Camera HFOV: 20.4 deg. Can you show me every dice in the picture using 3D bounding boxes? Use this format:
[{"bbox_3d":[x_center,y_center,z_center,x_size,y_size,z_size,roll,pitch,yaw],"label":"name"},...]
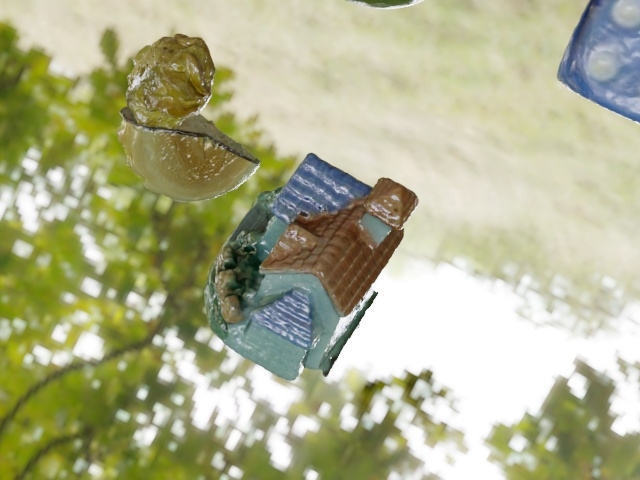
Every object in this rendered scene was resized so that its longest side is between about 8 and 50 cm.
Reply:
[{"bbox_3d":[0.342,-0.201,1.874,0.146,0.146,0.143,27,-172,9],"label":"dice"}]

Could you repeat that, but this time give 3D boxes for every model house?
[{"bbox_3d":[0.000,0.000,1.250,0.119,0.148,0.148,35,-131,1],"label":"model house"}]

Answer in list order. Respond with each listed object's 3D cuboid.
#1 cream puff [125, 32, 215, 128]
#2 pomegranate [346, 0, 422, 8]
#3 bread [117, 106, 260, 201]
[{"bbox_3d":[-0.113,-0.121,1.362,0.058,0.083,0.083,30,-152,-23],"label":"cream puff"},{"bbox_3d":[0.061,-0.366,1.878,0.270,0.254,0.254,6,-177,31],"label":"pomegranate"},{"bbox_3d":[-0.142,-0.087,1.871,0.157,0.094,0.083,3,-161,-22],"label":"bread"}]
